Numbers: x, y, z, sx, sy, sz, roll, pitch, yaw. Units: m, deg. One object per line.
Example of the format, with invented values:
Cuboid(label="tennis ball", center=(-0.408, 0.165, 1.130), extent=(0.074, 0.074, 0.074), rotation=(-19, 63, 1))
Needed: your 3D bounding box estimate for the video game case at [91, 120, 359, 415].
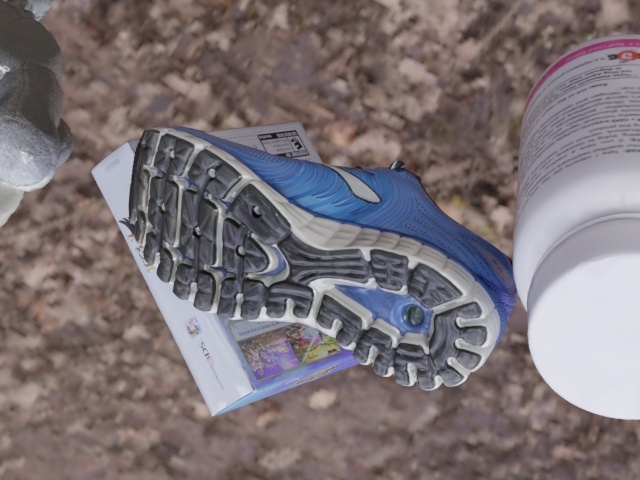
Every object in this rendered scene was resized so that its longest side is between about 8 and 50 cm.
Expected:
Cuboid(label="video game case", center=(-0.056, 0.016, 1.439), extent=(0.061, 0.269, 0.244), rotation=(-35, 77, 32))

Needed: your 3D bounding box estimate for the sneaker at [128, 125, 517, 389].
Cuboid(label="sneaker", center=(0.000, 0.000, 1.189), extent=(0.330, 0.147, 0.130), rotation=(26, 118, 19))

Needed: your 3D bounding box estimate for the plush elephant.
Cuboid(label="plush elephant", center=(-0.390, -0.122, 1.580), extent=(0.272, 0.330, 0.255), rotation=(34, 115, -7))

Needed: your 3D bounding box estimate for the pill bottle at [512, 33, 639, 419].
Cuboid(label="pill bottle", center=(0.217, -0.015, 1.105), extent=(0.160, 0.283, 0.160), rotation=(5, 124, 7))
